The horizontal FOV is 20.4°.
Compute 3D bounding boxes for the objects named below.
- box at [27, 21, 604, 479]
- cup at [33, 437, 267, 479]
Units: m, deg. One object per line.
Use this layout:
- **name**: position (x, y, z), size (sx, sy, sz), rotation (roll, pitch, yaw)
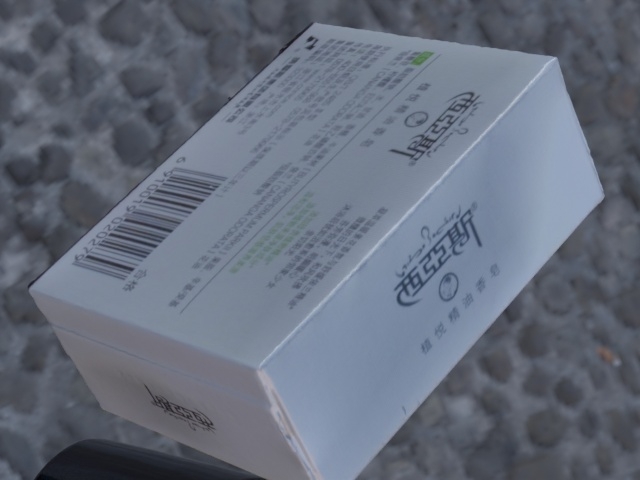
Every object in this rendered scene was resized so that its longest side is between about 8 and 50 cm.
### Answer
- **box**: position (0.000, 0.000, 0.989), size (0.260, 0.194, 0.111), rotation (-43, 128, -27)
- **cup**: position (-0.117, 0.269, 1.413), size (0.166, 0.177, 0.239), rotation (-54, 138, -29)
